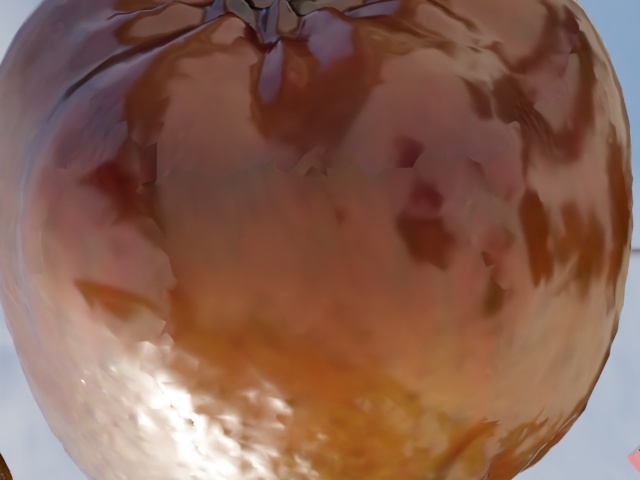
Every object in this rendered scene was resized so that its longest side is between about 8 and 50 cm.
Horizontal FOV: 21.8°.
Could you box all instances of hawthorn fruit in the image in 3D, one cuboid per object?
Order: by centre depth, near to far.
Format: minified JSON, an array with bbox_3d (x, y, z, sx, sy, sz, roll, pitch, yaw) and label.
[{"bbox_3d":[0.000,0.000,1.162,0.472,0.472,0.471,11,-103,-57],"label":"hawthorn fruit"}]

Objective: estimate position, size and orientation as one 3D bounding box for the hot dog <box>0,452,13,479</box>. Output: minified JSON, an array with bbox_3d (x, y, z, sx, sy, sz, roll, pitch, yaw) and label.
[{"bbox_3d":[-0.208,0.118,0.927,0.049,0.122,0.037,-7,-52,-34],"label":"hot dog"}]

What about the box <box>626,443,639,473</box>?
[{"bbox_3d":[0.387,0.199,1.617,0.152,0.048,0.100,-37,-102,-22],"label":"box"}]
